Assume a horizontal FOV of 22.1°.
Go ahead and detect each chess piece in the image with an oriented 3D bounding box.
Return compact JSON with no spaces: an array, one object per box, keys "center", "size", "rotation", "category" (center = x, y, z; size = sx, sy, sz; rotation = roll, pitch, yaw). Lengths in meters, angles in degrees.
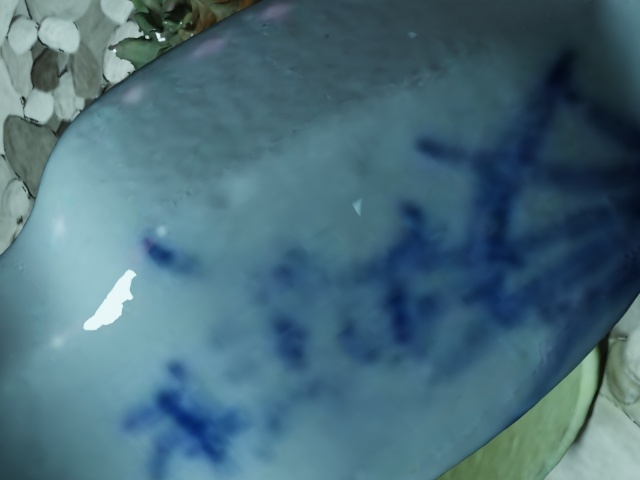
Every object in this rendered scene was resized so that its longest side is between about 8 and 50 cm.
[{"center":[0.030,0.050,0.995],"size":[0.251,0.144,0.144],"rotation":[28,114,47],"category":"chess piece"}]

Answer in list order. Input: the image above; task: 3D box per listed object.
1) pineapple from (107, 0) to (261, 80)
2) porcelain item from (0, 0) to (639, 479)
[{"center":[-0.037,-0.106,1.029],"size":[0.361,0.175,0.175],"rotation":[2,96,54],"category":"pineapple"},{"center":[0.000,0.000,0.774],"size":[0.242,0.405,0.178],"rotation":[61,171,-29],"category":"porcelain item"}]
